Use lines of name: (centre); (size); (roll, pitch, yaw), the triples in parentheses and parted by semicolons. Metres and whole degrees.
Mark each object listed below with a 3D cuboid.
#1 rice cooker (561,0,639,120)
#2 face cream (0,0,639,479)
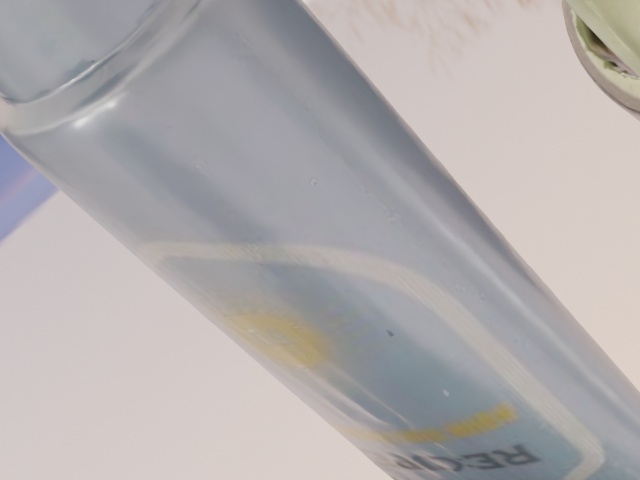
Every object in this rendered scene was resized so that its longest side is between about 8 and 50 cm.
rice cooker: (0.186, -0.157, 0.520); (0.244, 0.226, 0.226); (-48, -168, 35)
face cream: (0.000, 0.000, 0.425); (0.135, 0.385, 0.086); (-10, -134, 41)
